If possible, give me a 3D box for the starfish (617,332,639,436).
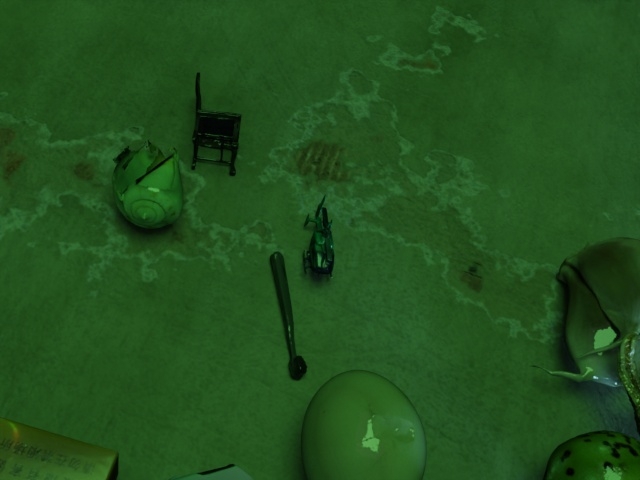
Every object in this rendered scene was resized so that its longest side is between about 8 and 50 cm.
[{"bbox_3d":[0.650,0.335,1.583,0.327,0.094,0.375,58,27,4],"label":"starfish"}]

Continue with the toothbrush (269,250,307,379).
[{"bbox_3d":[-0.067,0.143,1.684,0.030,0.030,0.297,16,46,-35],"label":"toothbrush"}]

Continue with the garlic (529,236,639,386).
[{"bbox_3d":[0.613,0.147,1.713,0.246,0.231,0.340,28,48,4],"label":"garlic"}]

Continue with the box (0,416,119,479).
[{"bbox_3d":[-0.502,0.496,1.274,0.265,0.115,0.415,18,52,-1],"label":"box"}]

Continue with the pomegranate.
[{"bbox_3d":[0.540,0.455,1.459,0.286,0.230,0.231,13,44,40],"label":"pomegranate"}]

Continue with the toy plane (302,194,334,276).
[{"bbox_3d":[0.000,0.000,1.764,0.060,0.096,0.235,8,36,-11],"label":"toy plane"}]

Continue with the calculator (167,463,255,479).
[{"bbox_3d":[-0.202,0.464,1.356,0.293,0.051,0.173,-4,54,-44],"label":"calculator"}]

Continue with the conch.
[{"bbox_3d":[-0.363,-0.132,1.746,0.144,0.137,0.250,-2,55,-13],"label":"conch"}]

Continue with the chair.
[{"bbox_3d":[-0.239,-0.273,1.897,0.113,0.106,0.229,6,55,-8],"label":"chair"}]

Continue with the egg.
[{"bbox_3d":[0.075,0.356,1.442,0.219,0.219,0.269,0,69,-13],"label":"egg"}]
